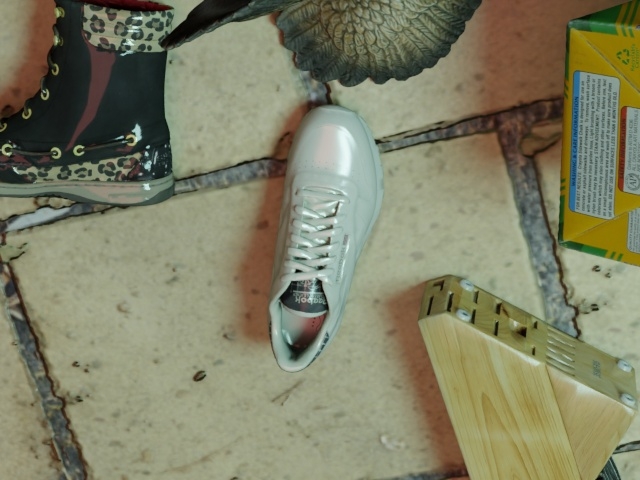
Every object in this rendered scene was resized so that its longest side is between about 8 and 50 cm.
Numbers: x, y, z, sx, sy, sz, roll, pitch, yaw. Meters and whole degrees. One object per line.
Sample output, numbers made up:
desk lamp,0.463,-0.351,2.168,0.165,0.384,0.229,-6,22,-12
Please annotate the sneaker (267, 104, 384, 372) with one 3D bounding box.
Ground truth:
sneaker,0.000,0.000,1.319,0.090,0.095,0.235,10,111,8

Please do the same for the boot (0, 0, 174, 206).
boot,-0.238,-0.128,1.315,0.236,0.085,0.178,6,110,0

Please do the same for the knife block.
knife block,0.168,0.195,1.369,0.276,0.088,0.242,27,113,-2

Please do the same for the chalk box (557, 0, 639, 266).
chalk box,0.334,-0.097,1.151,0.179,0.289,0.180,16,116,39

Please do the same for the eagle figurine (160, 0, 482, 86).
eagle figurine,0.039,-0.242,1.172,0.226,0.225,0.298,22,103,-11
